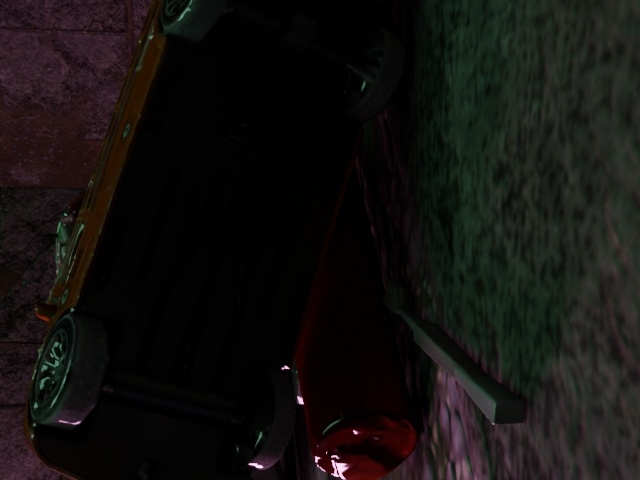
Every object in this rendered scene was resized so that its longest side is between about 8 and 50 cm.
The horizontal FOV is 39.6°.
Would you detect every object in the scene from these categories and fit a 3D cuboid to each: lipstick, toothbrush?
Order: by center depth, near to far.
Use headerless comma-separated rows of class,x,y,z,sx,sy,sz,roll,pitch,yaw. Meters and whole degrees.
toothbrush,0.059,0.050,0.452,0.194,0.014,0.017,-127,39,-73
lipstick,0.006,0.021,0.593,0.073,0.073,0.280,100,164,-44

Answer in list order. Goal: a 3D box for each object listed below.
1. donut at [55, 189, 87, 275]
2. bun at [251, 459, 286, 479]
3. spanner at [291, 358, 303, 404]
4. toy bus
donut,-0.160,-0.003,0.987,0.345,0.259,0.136,157,107,-80
bun,-0.160,0.238,1.008,0.362,0.211,0.362,164,90,-83
spanner,0.000,0.000,0.761,0.093,0.026,0.325,-113,27,-67
toy bus,-0.073,-0.020,0.538,0.153,0.143,0.329,5,77,59
